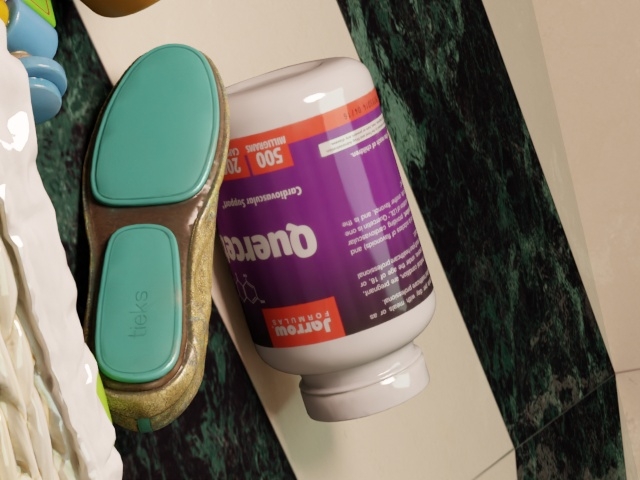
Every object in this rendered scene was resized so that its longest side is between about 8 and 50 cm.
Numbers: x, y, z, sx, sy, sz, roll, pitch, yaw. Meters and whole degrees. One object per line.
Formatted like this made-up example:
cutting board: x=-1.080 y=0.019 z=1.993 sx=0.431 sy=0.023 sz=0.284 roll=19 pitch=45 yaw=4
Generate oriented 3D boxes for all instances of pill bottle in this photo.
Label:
pill bottle: x=0.000 y=0.000 z=1.644 sx=0.181 sy=0.182 sz=0.323 roll=-42 pitch=117 yaw=-65

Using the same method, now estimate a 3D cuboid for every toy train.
toy train: x=-0.260 y=-0.182 z=1.170 sx=0.248 sy=0.105 sz=0.143 roll=41 pitch=26 yaw=-56

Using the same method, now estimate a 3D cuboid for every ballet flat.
ballet flat: x=-0.137 y=0.000 z=1.431 sx=0.123 sy=0.123 sz=0.348 roll=50 pitch=34 yaw=-49

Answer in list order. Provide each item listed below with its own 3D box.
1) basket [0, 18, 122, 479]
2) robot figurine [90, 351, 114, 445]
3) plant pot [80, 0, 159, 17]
basket: x=-0.286 y=0.099 z=0.693 sx=0.266 sy=0.328 sz=0.331 roll=-32 pitch=111 yaw=-63
robot figurine: x=-0.189 y=0.123 z=1.270 sx=0.101 sy=0.067 sz=0.115 roll=-44 pitch=120 yaw=-78
plant pot: x=-0.180 y=-0.314 z=1.387 sx=0.188 sy=0.205 sz=0.205 roll=39 pitch=41 yaw=-35
